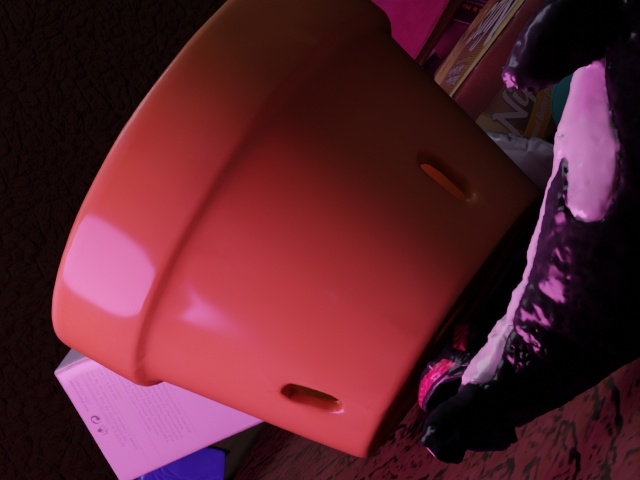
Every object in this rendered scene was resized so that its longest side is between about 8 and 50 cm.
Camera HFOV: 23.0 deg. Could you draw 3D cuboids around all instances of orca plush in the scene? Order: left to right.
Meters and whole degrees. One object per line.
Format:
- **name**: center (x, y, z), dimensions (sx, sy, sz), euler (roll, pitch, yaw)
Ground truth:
- **orca plush**: center (0.140, -0.021, 0.637), dimensions (0.287, 0.151, 0.102), euler (-52, 36, -1)

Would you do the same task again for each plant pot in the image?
- **plant pot**: center (0.000, 0.000, 0.988), dimensions (0.291, 0.203, 0.291), euler (-53, -10, -14)

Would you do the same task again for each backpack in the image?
- **backpack**: center (-0.163, 0.265, 1.660), dimensions (0.120, 0.098, 0.101), euler (138, 147, -63)

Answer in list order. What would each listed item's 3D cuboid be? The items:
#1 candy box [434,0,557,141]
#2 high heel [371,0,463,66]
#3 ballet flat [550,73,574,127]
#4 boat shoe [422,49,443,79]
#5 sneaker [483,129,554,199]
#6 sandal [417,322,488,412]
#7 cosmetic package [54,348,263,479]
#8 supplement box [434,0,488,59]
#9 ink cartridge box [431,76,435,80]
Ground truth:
- **candy box**: center (0.183, -0.174, 1.349), dimensions (0.183, 0.087, 0.316), euler (-53, 5, 12)
- **high heel**: center (0.180, -0.270, 1.536), dimensions (0.377, 0.181, 0.127), euler (-26, -20, 4)
- **ballet flat**: center (0.201, -0.113, 0.926), dimensions (0.074, 0.074, 0.203), euler (-57, -1, -22)
- **boat shoe**: center (0.104, -0.128, 1.694), dimensions (0.324, 0.116, 0.097), euler (-50, 0, -12)
- **sneaker**: center (0.103, -0.010, 1.140), dimensions (0.232, 0.090, 0.115), euler (-23, 59, 62)
- **sandal**: center (0.077, 0.076, 0.914), dimensions (0.067, 0.040, 0.179), euler (-54, 4, -8)
- **cosmetic package**: center (-0.110, 0.102, 1.572), dimensions (0.225, 0.138, 0.224), euler (-26, 12, 15)
- **supplement box**: center (0.200, -0.269, 1.630), dimensions (0.188, 0.104, 0.081), euler (-56, -33, -20)
- **ink cartridge box**: center (0.075, -0.054, 1.566), dimensions (0.212, 0.093, 0.154), euler (-56, 5, 11)
